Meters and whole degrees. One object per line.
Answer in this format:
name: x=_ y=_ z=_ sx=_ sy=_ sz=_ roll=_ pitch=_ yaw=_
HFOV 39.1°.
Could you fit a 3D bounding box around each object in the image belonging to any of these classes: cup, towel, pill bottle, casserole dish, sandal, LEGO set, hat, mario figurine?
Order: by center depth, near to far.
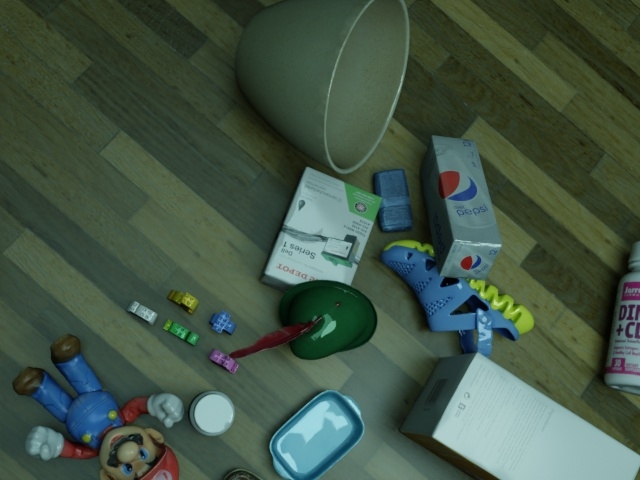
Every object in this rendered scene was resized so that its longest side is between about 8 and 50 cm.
mario figurine: x=-0.361 y=0.304 z=1.503 sx=0.320 sy=0.170 sz=0.198 roll=43 pitch=110 yaw=7
pill bottle: x=-0.188 y=0.298 z=1.556 sx=0.078 sy=0.137 sz=0.078 roll=2 pitch=79 yaw=-10
hat: x=-0.015 y=0.188 z=1.557 sx=0.208 sy=0.183 sz=0.173 roll=-8 pitch=123 yaw=18
LEGO set: x=-0.228 y=0.142 z=1.600 sx=0.227 sy=0.093 sz=0.087 roll=30 pitch=76 yaw=-4
casserole dish: x=-0.008 y=0.355 z=1.631 sx=0.188 sy=0.037 sz=0.114 roll=-40 pitch=89 yaw=-14
cup: x=-0.013 y=-0.314 z=1.635 sx=0.237 sy=0.331 sz=0.331 roll=21 pitch=75 yaw=21
sandal: x=0.242 y=0.115 z=1.679 sx=0.317 sy=0.126 sz=0.138 roll=35 pitch=80 yaw=-1
pill bottle: x=0.643 y=0.152 z=1.722 sx=0.160 sy=0.160 sz=0.283 roll=15 pitch=77 yaw=-7
towel: x=0.140 y=-0.076 z=1.740 sx=0.067 sy=0.029 sz=0.119 roll=-5 pitch=82 yaw=-11

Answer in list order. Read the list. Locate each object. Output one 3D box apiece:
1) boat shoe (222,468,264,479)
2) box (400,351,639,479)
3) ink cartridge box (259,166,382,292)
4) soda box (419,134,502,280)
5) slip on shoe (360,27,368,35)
boat shoe: x=-0.082 y=0.510 z=1.558 sx=0.095 sy=0.095 sz=0.257 roll=-34 pitch=87 yaw=-14
box: x=0.348 y=0.363 z=1.603 sx=0.345 sy=0.215 sz=0.168 roll=32 pitch=76 yaw=-3
ink cartridge box: x=0.000 y=0.000 z=1.667 sx=0.160 sy=0.092 sz=0.219 roll=22 pitch=76 yaw=-5
soda box: x=0.252 y=-0.065 z=1.651 sx=0.091 sy=0.098 sz=0.286 roll=6 pitch=46 yaw=-9
slip on shoe: x=0.033 y=-0.546 z=1.775 sx=0.101 sy=0.123 sz=0.331 roll=-22 pitch=78 yaw=-45
